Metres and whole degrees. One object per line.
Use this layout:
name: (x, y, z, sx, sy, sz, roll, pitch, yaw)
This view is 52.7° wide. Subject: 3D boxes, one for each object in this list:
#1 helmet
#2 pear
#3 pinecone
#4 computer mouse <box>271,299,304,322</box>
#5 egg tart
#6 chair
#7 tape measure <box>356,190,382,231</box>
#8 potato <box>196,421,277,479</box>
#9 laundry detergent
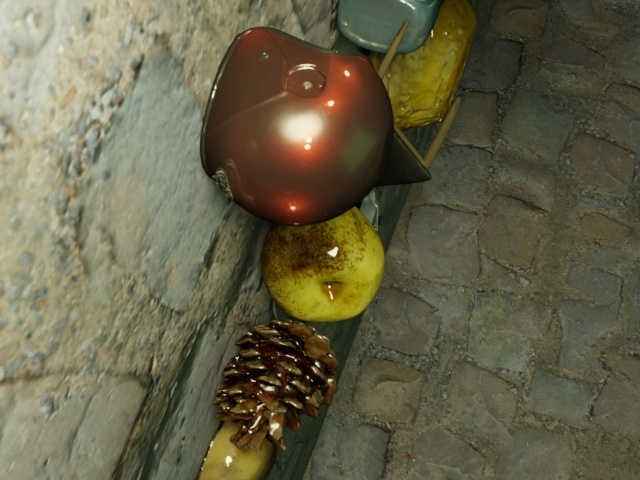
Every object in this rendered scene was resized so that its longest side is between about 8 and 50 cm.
helmet: (-0.023, -0.114, 0.700, 0.216, 0.193, 0.189, -25, 155, -8)
pear: (0.002, 0.024, 1.010, 0.197, 0.197, 0.197, 19, 90, -79)
pinecone: (-0.071, 0.220, 1.014, 0.204, 0.179, 0.184, -42, 135, -47)
computer mouse: (0.000, 0.000, 1.209, 0.167, 0.090, 0.379, -34, 139, -74)
egg tart: (0.217, -0.387, 1.359, 0.443, 0.178, 0.443, 17, 90, -79)
chair: (0.053, -0.140, 0.916, 0.166, 0.188, 0.272, 46, 61, -30)
tape measure: (0.088, -0.020, 1.544, 0.182, 0.107, 0.181, 88, 16, -67)
potato: (-0.129, 0.366, 1.165, 0.243, 0.098, 0.138, -53, 157, -60)
laundry detergent: (0.132, -0.391, 1.040, 0.290, 0.143, 0.094, -57, 157, -50)
